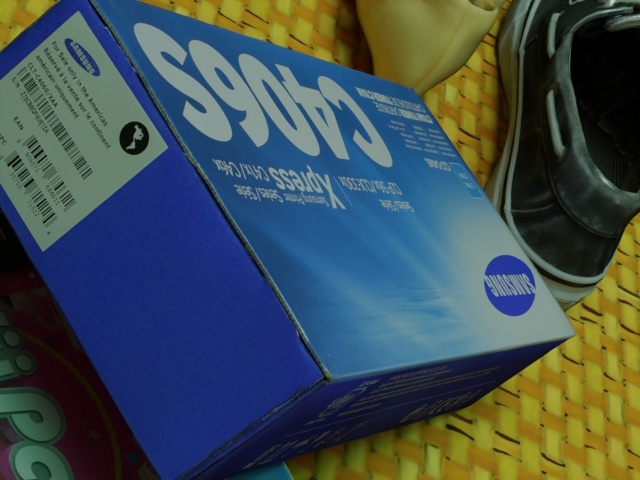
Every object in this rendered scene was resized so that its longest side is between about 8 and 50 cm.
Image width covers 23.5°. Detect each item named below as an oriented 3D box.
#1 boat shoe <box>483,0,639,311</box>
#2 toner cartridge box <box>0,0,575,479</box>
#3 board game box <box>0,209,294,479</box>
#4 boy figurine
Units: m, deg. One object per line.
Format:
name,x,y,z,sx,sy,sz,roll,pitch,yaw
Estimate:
boat shoe,0.184,-0.094,0.969,0.121,0.119,0.335,31,42,-15
toner cartridge box,0.000,0.000,0.671,0.165,0.075,0.348,58,18,12
board game box,-0.171,0.082,0.547,0.303,0.097,0.224,-12,65,-46
boy figurine,0.059,-0.205,0.983,0.177,0.092,0.285,30,39,-20
